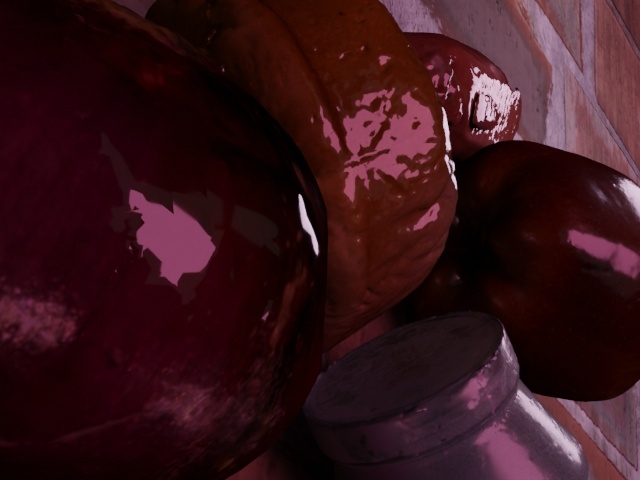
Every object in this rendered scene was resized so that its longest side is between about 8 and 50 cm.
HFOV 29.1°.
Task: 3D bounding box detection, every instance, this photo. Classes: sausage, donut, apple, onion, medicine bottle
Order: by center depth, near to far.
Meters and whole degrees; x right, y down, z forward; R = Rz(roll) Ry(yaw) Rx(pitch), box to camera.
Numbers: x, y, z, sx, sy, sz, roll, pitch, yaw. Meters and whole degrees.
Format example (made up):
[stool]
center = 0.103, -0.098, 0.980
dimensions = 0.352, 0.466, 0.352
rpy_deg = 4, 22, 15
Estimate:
[onion]
center = -0.173, 0.051, 0.677
dimensions = 0.348, 0.348, 0.385
rpy_deg = 21, 94, -55
[donut]
center = -0.029, -0.053, 0.928
dimensions = 0.150, 0.317, 0.299
rpy_deg = -21, 113, -24
[medicine bottle]
center = 0.128, 0.234, 1.125
dimensions = 0.290, 0.245, 0.245
rpy_deg = 65, 31, -14
[apple]
center = 0.255, 0.034, 1.392
dimensions = 0.317, 0.288, 0.288
rpy_deg = 23, 57, -40
[sausage]
center = 0.131, -0.155, 1.393
dimensions = 0.280, 0.152, 0.152
rpy_deg = 3, 75, -62
